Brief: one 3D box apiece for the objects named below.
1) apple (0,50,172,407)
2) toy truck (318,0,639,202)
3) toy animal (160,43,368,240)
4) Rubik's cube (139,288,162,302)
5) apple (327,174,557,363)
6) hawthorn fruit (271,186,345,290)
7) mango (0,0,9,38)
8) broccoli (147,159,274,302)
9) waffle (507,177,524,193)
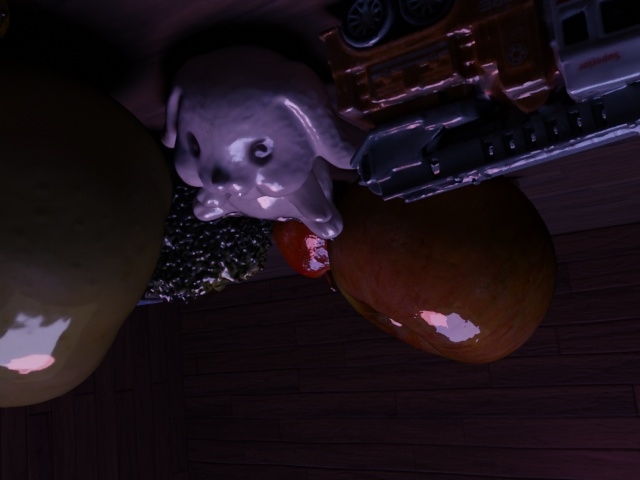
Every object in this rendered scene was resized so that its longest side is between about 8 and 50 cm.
[{"bbox_3d":[-0.331,-0.016,0.601,0.358,0.357,0.357,-5,172,-1],"label":"apple"},{"bbox_3d":[0.177,-0.149,0.521,0.338,0.184,0.133,-10,171,33],"label":"toy truck"},{"bbox_3d":[-0.058,-0.111,0.709,0.249,0.174,0.289,10,169,-16],"label":"toy animal"},{"bbox_3d":[-0.500,0.051,1.380,0.205,0.207,0.205,-7,173,19],"label":"Rubik's cube"},{"bbox_3d":[0.210,0.014,1.069,0.400,0.333,0.400,29,167,7],"label":"apple"},{"bbox_3d":[0.000,0.000,1.300,0.197,0.225,0.196,-14,-179,0],"label":"hawthorn fruit"},{"bbox_3d":[-0.297,-0.177,0.479,0.114,0.057,0.079,-4,-177,27],"label":"mango"},{"bbox_3d":[-0.252,-0.029,1.018,0.353,0.274,0.397,23,167,-23],"label":"broccoli"},{"bbox_3d":[0.250,-0.065,1.408,0.377,0.113,0.261,-3,169,-16],"label":"waffle"}]
